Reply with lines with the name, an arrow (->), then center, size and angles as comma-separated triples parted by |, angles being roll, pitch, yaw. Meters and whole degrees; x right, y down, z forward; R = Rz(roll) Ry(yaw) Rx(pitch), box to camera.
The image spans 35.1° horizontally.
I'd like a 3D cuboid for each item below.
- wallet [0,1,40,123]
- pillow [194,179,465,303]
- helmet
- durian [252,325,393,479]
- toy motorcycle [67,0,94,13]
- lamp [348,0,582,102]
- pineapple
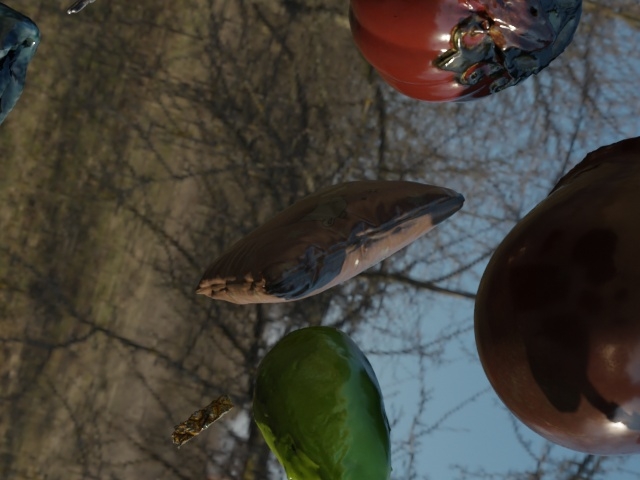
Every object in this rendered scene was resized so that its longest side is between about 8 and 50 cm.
wallet -> -0.289, -0.059, 0.361 | 0.237, 0.342, 0.075 | -57, 164, -11
pillow -> 0.000, 0.000, 1.038 | 0.223, 0.236, 0.084 | 6, -60, 66
helmet -> 0.301, 0.086, 1.085 | 0.230, 0.337, 0.385 | -21, 156, -35
durian -> 0.009, 0.149, 0.837 | 0.101, 0.139, 0.250 | -33, -161, 4
toy motorcycle -> -0.188, -0.418, 1.164 | 0.401, 0.207, 0.134 | -55, 154, -34
lamp -> 0.131, -0.222, 0.880 | 0.227, 0.227, 0.227 | -164, -90, -85
pineapple -> -0.116, 0.173, 0.953 | 0.083, 0.019, 0.045 | -40, 170, 35
